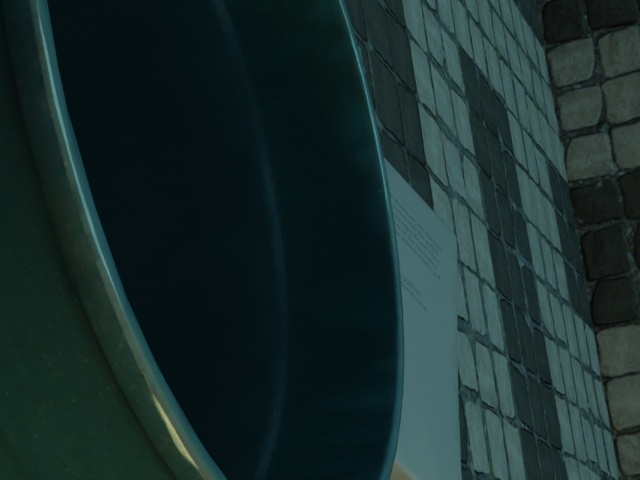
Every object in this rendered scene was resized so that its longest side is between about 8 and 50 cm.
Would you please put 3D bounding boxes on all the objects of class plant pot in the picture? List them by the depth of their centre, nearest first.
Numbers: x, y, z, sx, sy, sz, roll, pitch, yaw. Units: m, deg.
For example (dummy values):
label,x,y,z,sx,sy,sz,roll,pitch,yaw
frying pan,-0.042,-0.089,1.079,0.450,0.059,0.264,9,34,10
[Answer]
label,x,y,z,sx,sy,sz,roll,pitch,yaw
plant pot,-0.137,-0.015,0.522,0.271,0.255,0.272,-12,90,-73

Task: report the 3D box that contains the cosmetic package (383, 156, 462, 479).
label,x,y,z,sx,sy,sz,roll,pitch,yaw
cosmetic package,-0.030,0.038,0.947,0.224,0.138,0.225,46,35,-36

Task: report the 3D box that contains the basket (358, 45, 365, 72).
label,x,y,z,sx,sy,sz,roll,pitch,yaw
basket,-0.036,-0.082,1.113,0.167,0.113,0.103,-4,83,-72
